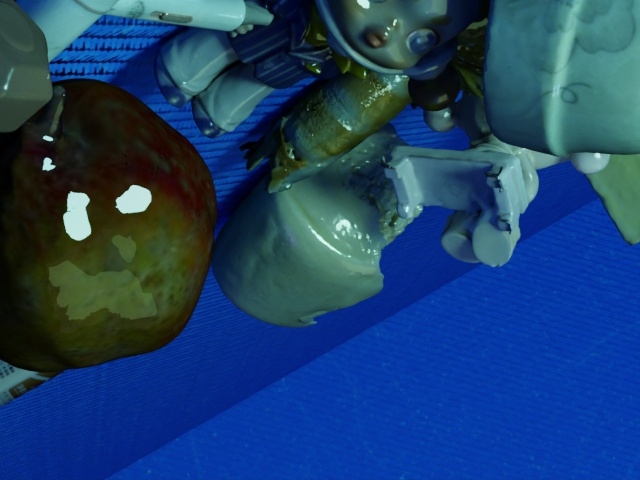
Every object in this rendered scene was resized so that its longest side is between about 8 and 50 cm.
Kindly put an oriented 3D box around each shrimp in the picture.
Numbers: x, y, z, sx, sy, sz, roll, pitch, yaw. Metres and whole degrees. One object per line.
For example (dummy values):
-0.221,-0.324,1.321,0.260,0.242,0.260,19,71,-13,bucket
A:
0.062,-0.149,1.487,0.185,0.068,0.287,-36,179,43,shrimp

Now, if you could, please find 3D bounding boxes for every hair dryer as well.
-0.105,-0.139,0.959,0.155,0.044,0.183,-34,155,26,hair dryer

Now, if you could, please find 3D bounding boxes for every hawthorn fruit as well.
-0.174,-0.026,1.039,0.208,0.208,0.248,-30,153,-12,hawthorn fruit

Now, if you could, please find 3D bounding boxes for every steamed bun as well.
0.000,0.000,1.660,0.200,0.170,0.225,-29,172,-40,steamed bun

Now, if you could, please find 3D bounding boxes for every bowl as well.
0.239,-0.195,1.066,0.307,0.163,0.307,19,90,-74,bowl

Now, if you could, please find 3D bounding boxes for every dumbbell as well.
-0.257,-0.058,0.889,0.231,0.092,0.082,-35,-162,22,dumbbell

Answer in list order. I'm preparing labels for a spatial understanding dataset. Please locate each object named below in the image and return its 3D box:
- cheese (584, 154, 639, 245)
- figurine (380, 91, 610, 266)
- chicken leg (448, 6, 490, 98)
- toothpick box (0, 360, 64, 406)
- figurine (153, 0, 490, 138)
0.377,-0.146,1.786,0.124,0.265,0.242,-36,169,31,cheese
0.177,-0.112,1.474,0.182,0.144,0.256,-9,-142,45,figurine
0.122,-0.189,1.299,0.361,0.140,0.211,0,172,-28,chicken leg
-0.292,0.098,1.459,0.153,0.101,0.101,-30,169,-8,toothpick box
0.018,-0.160,1.077,0.274,0.194,0.133,-47,-154,40,figurine
